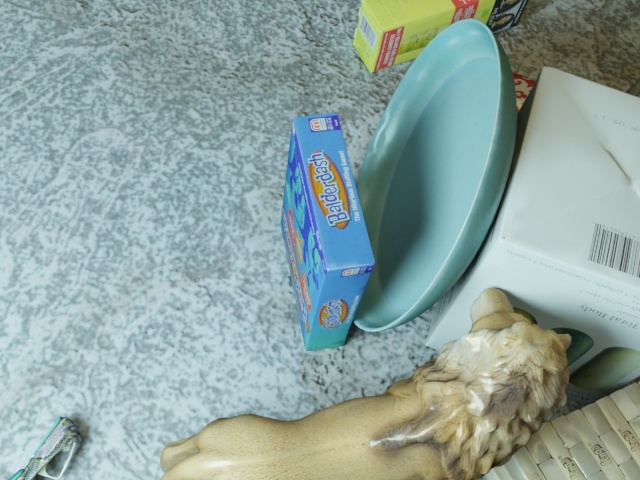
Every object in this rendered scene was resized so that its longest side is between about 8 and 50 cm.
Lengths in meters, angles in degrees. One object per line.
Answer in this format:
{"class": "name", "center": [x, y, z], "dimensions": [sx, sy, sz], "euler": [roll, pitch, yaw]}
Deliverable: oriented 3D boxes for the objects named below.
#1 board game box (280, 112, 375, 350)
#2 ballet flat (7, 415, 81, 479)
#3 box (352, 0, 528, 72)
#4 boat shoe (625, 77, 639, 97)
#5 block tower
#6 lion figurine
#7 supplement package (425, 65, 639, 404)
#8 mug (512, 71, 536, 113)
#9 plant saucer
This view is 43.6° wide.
{"class": "board game box", "center": [0.000, 0.000, 0.799], "dimensions": [0.047, 0.210, 0.160], "euler": [-8, 64, -10]}
{"class": "ballet flat", "center": [-0.267, 0.220, 0.752], "dimensions": [0.041, 0.041, 0.114], "euler": [34, 65, 10]}
{"class": "box", "center": [0.160, -0.295, 1.039], "dimensions": [0.232, 0.087, 0.058], "euler": [-20, 67, -17]}
{"class": "boat shoe", "center": [0.540, -0.183, 1.019], "dimensions": [0.324, 0.123, 0.117], "euler": [-20, 71, -6]}
{"class": "block tower", "center": [0.319, 0.192, 0.783], "dimensions": [0.335, 0.091, 0.097], "euler": [-21, 61, -17]}
{"class": "lion figurine", "center": [0.016, 0.176, 0.691], "dimensions": [0.392, 0.240, 0.142], "euler": [-19, 72, -14]}
{"class": "supplement package", "center": [0.249, 0.010, 0.794], "dimensions": [0.199, 0.263, 0.198], "euler": [20, 63, 2]}
{"class": "mug", "center": [0.216, -0.149, 0.947], "dimensions": [0.169, 0.113, 0.150], "euler": [27, 19, 11]}
{"class": "plant saucer", "center": [0.105, -0.059, 0.794], "dimensions": [0.043, 0.317, 0.318], "euler": [18, 61, -17]}
